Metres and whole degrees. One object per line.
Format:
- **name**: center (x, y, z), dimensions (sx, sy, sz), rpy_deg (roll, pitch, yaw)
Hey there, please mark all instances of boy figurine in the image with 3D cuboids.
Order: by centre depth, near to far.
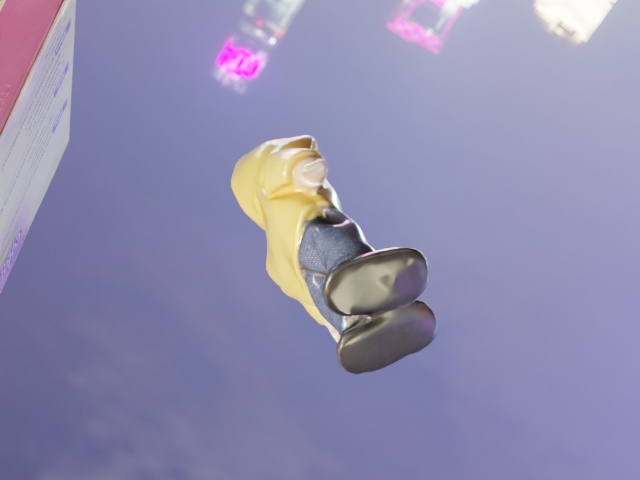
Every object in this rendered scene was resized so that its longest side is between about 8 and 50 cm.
- **boy figurine**: center (0.000, 0.000, 1.102), dimensions (0.092, 0.177, 0.285), rpy_deg (-18, -151, -10)

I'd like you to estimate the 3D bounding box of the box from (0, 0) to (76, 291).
- **box**: center (-0.300, -0.090, 1.142), dimensions (0.117, 0.243, 0.213), rpy_deg (17, -122, -1)
